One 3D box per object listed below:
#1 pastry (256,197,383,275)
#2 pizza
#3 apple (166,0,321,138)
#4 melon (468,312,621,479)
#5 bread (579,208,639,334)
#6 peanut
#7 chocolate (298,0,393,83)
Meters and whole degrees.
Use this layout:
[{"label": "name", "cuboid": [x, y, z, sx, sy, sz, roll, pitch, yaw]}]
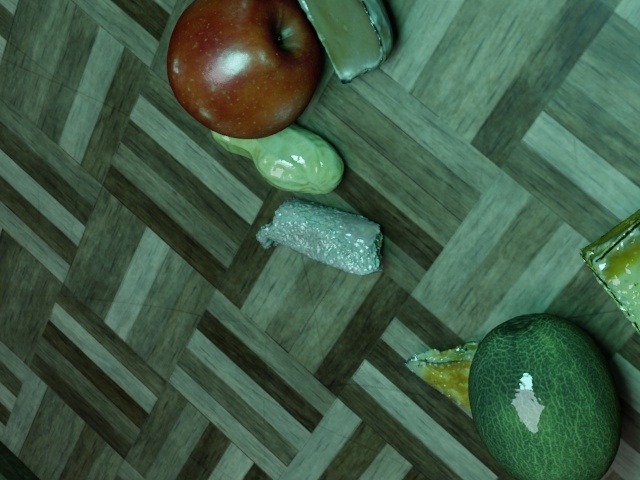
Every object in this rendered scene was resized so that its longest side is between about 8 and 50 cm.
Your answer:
[{"label": "pastry", "cuboid": [-0.003, -0.013, 2.167, 0.265, 0.103, 0.112, 11, 113, 30]}, {"label": "pizza", "cuboid": [0.246, 0.238, 2.152, 0.195, 0.052, 0.185, 16, 130, 24]}, {"label": "apple", "cuboid": [-0.122, -0.304, 1.993, 0.216, 0.260, 0.260, -25, 98, 42]}, {"label": "melon", "cuboid": [0.366, 0.269, 1.951, 0.237, 0.237, 0.301, -8, 109, 39]}, {"label": "bread", "cuboid": [0.559, 0.015, 1.785, 0.315, 0.279, 0.248, -36, 92, 1]}, {"label": "peanut", "cuboid": [-0.086, -0.164, 2.126, 0.274, 0.125, 0.111, 31, 148, 19]}, {"label": "chocolate", "cuboid": [0.042, -0.395, 1.930, 0.161, 0.083, 0.261, -11, 108, 58]}]
